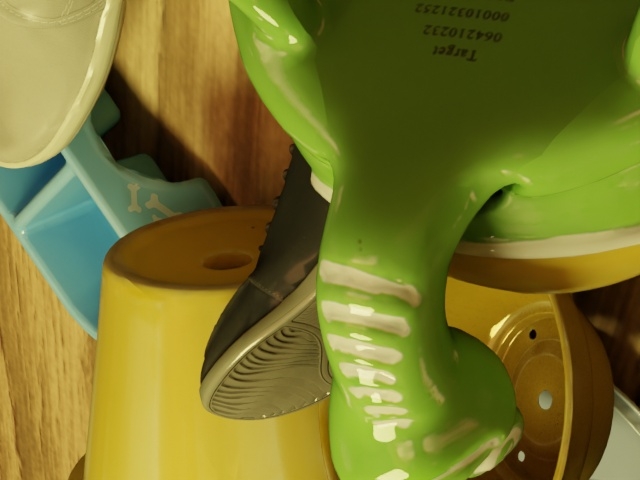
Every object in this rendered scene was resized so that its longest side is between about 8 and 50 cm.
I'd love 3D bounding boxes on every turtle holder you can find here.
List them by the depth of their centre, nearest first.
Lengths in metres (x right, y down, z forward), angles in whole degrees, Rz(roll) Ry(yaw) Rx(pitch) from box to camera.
[{"bbox_3d":[0.097,-0.072,0.697,0.227,0.243,0.320,60,-162,-56],"label":"turtle holder"}]

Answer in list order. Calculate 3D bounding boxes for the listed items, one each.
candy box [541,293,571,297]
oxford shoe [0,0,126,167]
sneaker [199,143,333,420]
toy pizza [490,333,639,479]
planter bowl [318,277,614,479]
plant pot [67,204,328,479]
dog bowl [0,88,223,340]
[{"bbox_3d":[0.088,-0.066,0.954,0.105,0.027,0.206,23,138,41],"label":"candy box"},{"bbox_3d":[-0.195,-0.219,1.014,0.169,0.130,0.449,34,136,19],"label":"oxford shoe"},{"bbox_3d":[0.000,0.000,0.965,0.222,0.083,0.118,-48,43,29],"label":"sneaker"},{"bbox_3d":[0.153,0.135,1.063,0.201,0.032,0.201,32,143,28],"label":"toy pizza"},{"bbox_3d":[0.096,0.087,0.952,0.217,0.090,0.217,-10,77,55],"label":"planter bowl"},{"bbox_3d":[-0.048,0.113,1.117,0.254,0.254,0.239,15,117,44],"label":"plant pot"},{"bbox_3d":[-0.174,-0.046,1.244,0.297,0.074,0.166,55,145,0],"label":"dog bowl"}]
